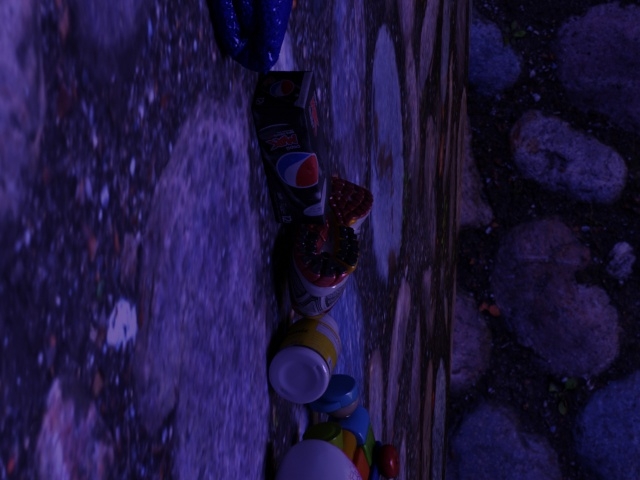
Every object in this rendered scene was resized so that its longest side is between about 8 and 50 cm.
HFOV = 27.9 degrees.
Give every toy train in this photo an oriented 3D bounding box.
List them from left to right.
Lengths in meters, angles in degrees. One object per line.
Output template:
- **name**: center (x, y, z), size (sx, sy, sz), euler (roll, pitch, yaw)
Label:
- **toy train**: center (0.016, 0.276, 1.491), size (0.248, 0.105, 0.143), euler (-69, 148, -59)

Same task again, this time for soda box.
- **soda box**: center (-0.026, -0.091, 1.304), size (0.169, 0.053, 0.060), euler (79, 17, -48)

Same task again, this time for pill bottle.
- **pill bottle**: center (-0.013, 0.121, 1.379), size (0.116, 0.065, 0.065), euler (-62, 151, -67)

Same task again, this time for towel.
- **towel**: center (-0.038, -0.327, 1.140), size (0.228, 0.076, 0.308), euler (78, 17, -48)

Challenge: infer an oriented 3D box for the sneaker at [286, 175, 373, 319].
- **sneaker**: center (0.000, 0.000, 1.433), size (0.225, 0.088, 0.093), euler (-72, -179, -55)

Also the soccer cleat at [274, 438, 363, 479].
- **soccer cleat**: center (-0.005, 0.378, 1.337), size (0.143, 0.116, 0.331), euler (-33, 122, -70)
